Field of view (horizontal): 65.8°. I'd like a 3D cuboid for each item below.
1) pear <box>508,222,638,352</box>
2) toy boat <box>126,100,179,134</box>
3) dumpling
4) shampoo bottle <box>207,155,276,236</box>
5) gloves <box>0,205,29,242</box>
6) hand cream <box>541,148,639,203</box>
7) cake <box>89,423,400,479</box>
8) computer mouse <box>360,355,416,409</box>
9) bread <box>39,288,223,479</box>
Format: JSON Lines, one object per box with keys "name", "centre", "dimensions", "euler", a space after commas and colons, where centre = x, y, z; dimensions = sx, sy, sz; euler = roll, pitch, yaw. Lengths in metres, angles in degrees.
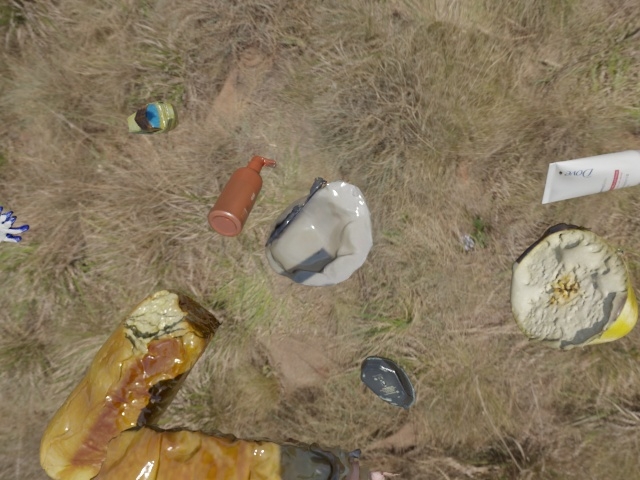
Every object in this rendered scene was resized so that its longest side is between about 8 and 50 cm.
{"name": "pear", "centre": [0.523, 0.117, 0.995], "dimensions": [0.178, 0.267, 0.267], "euler": [26, 108, -28]}
{"name": "toy boat", "centre": [-0.341, -0.246, 1.000], "dimensions": [0.172, 0.066, 0.065], "euler": [2, 103, 47]}
{"name": "dumpling", "centre": [-0.011, -0.004, 1.129], "dimensions": [0.293, 0.163, 0.204], "euler": [-40, 72, 22]}
{"name": "shampoo bottle", "centre": [-0.183, -0.118, 1.169], "dimensions": [0.085, 0.244, 0.085], "euler": [12, 138, 11]}
{"name": "gloves", "centre": [-0.558, -0.024, 0.884], "dimensions": [0.086, 0.026, 0.064], "euler": [-34, 108, 31]}
{"name": "hand cream", "centre": [0.656, -0.159, 1.170], "dimensions": [0.248, 0.083, 0.133], "euler": [-13, 136, 7]}
{"name": "cake", "centre": [-0.096, 0.394, 0.618], "dimensions": [0.314, 0.306, 0.293], "euler": [3, 62, 22]}
{"name": "computer mouse", "centre": [0.173, 0.356, 1.272], "dimensions": [0.106, 0.062, 0.192], "euler": [-23, 115, 33]}
{"name": "bread", "centre": [-0.320, 0.242, 0.838], "dimensions": [0.149, 0.195, 0.344], "euler": [34, 92, -5]}
